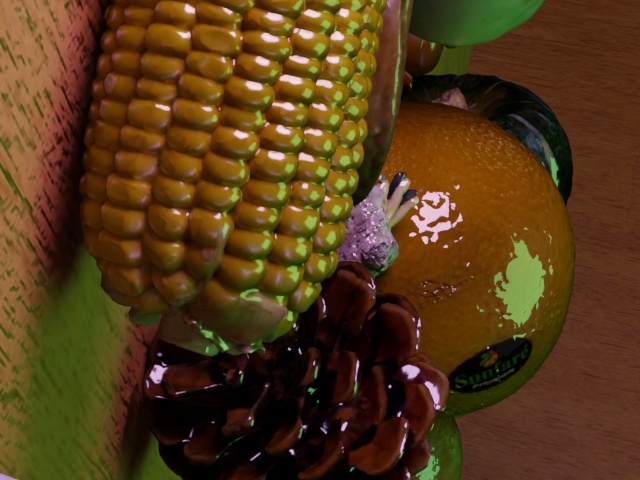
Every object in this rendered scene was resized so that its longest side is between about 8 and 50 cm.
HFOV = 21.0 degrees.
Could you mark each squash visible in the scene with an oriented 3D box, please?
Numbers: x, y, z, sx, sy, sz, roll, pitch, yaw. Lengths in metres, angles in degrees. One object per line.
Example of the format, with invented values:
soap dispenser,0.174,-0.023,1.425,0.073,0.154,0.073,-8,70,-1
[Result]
squash,0.128,-0.073,1.724,0.252,0.252,0.165,-66,160,-56

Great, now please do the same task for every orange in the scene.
orange,0.079,0.017,1.420,0.274,0.274,0.274,13,90,-83

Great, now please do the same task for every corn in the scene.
corn,-0.034,-0.133,0.839,0.144,0.143,0.387,-41,141,-78

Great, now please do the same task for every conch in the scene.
conch,0.103,-0.236,1.212,0.251,0.137,0.143,86,25,-67

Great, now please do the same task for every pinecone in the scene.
pinecone,-0.023,0.097,1.130,0.208,0.207,0.208,13,90,-83

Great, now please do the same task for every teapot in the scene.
teapot,0.084,-0.211,1.701,0.116,0.116,0.173,95,10,-47

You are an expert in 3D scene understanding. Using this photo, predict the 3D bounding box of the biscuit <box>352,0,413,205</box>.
biscuit,0.033,-0.209,1.128,0.314,0.063,0.368,133,-39,-78

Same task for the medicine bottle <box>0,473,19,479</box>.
medicine bottle,-0.116,0.220,0.543,0.340,0.208,0.208,88,16,-62

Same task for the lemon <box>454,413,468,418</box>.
lemon,0.133,0.092,2.079,0.310,0.253,0.254,-8,111,-73

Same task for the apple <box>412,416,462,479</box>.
apple,0.026,0.191,1.569,0.188,0.211,0.211,-65,166,-61

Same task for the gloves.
gloves,-0.004,-0.001,1.244,0.110,0.144,0.094,-35,124,-75
